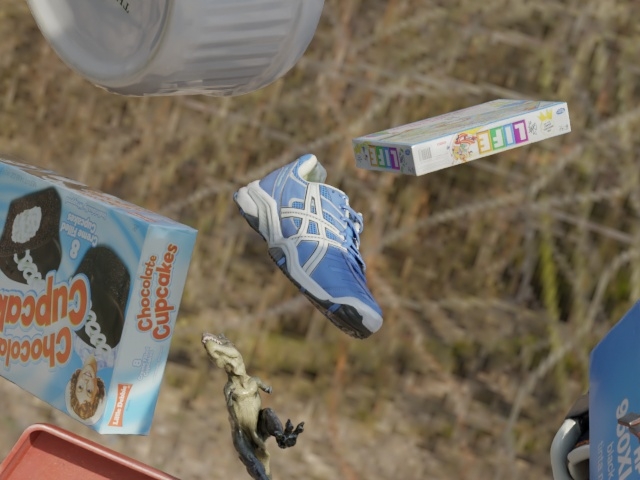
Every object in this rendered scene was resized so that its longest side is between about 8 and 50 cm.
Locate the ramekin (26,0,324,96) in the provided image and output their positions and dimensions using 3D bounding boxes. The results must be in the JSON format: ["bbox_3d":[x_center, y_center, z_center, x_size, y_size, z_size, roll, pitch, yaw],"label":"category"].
[{"bbox_3d":[-0.127,-0.233,1.427,0.127,0.272,0.273,-18,36,-40],"label":"ramekin"}]

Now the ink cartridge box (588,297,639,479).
[{"bbox_3d":[0.377,0.065,1.099,0.285,0.395,0.166,20,48,-14],"label":"ink cartridge box"}]

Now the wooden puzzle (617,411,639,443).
[{"bbox_3d":[0.180,0.092,0.894,0.049,0.006,0.083,-17,16,-11],"label":"wooden puzzle"}]

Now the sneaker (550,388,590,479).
[{"bbox_3d":[0.286,0.154,1.623,0.127,0.321,0.126,25,-30,-25],"label":"sneaker"}]

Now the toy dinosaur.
[{"bbox_3d":[-0.067,0.217,1.998,0.064,0.268,0.118,-21,31,-22],"label":"toy dinosaur"}]

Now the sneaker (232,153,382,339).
[{"bbox_3d":[0.000,0.000,1.563,0.211,0.081,0.080,54,3,42],"label":"sneaker"}]

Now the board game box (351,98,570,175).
[{"bbox_3d":[0.118,-0.089,1.569,0.154,0.026,0.103,-17,13,-25],"label":"board game box"}]

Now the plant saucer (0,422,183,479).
[{"bbox_3d":[-0.197,0.281,1.624,0.259,0.258,0.047,27,28,-20],"label":"plant saucer"}]

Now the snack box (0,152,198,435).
[{"bbox_3d":[-0.244,0.040,1.690,0.060,0.187,0.322,8,8,-42],"label":"snack box"}]
